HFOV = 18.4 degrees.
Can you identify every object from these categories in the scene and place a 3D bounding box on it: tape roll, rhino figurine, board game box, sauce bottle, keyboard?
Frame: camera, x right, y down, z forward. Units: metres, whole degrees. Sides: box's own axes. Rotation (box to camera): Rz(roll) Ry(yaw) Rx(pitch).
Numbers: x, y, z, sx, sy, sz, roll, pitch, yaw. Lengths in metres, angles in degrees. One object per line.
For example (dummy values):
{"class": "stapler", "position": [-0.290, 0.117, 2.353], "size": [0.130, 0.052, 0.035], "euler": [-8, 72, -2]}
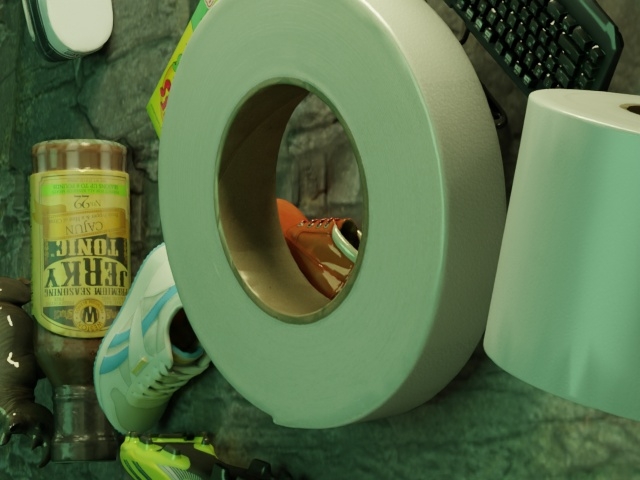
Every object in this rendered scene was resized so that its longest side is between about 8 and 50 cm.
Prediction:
{"class": "tape roll", "position": [0.236, 0.009, 1.234], "size": [0.246, 0.246, 0.169], "euler": [26, 111, 55]}
{"class": "rhino figurine", "position": [-0.339, 0.145, 2.234], "size": [0.073, 0.106, 0.243], "euler": [-42, 54, 49]}
{"class": "board game box", "position": [-0.109, -0.164, 1.958], "size": [0.181, 0.043, 0.092], "euler": [-58, 43, 37]}
{"class": "sauce bottle", "position": [-0.254, 0.066, 2.111], "size": [0.111, 0.111, 0.344], "euler": [-11, 81, 56]}
{"class": "keyboard", "position": [0.118, -0.190, 1.562], "size": [0.317, 0.033, 0.201], "euler": [54, 150, 31]}
{"class": "tape roll", "position": [-0.001, -0.035, 1.664], "size": [0.392, 0.072, 0.392], "euler": [9, 101, 49]}

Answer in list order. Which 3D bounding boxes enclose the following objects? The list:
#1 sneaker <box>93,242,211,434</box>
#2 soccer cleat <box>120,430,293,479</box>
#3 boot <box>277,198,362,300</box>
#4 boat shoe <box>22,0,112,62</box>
{"class": "sneaker", "position": [-0.162, 0.114, 1.985], "size": [0.092, 0.087, 0.229], "euler": [53, 132, 42]}
{"class": "soccer cleat", "position": [-0.118, 0.255, 1.901], "size": [0.289, 0.093, 0.121], "euler": [15, 103, 56]}
{"class": "boot", "position": [0.000, 0.000, 1.774], "size": [0.158, 0.059, 0.085], "euler": [50, 126, 35]}
{"class": "boat shoe", "position": [-0.297, -0.350, 2.212], "size": [0.102, 0.108, 0.301], "euler": [-9, 87, 55]}
